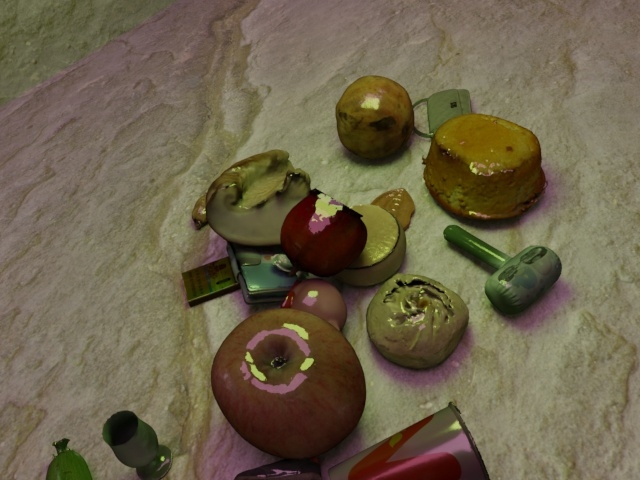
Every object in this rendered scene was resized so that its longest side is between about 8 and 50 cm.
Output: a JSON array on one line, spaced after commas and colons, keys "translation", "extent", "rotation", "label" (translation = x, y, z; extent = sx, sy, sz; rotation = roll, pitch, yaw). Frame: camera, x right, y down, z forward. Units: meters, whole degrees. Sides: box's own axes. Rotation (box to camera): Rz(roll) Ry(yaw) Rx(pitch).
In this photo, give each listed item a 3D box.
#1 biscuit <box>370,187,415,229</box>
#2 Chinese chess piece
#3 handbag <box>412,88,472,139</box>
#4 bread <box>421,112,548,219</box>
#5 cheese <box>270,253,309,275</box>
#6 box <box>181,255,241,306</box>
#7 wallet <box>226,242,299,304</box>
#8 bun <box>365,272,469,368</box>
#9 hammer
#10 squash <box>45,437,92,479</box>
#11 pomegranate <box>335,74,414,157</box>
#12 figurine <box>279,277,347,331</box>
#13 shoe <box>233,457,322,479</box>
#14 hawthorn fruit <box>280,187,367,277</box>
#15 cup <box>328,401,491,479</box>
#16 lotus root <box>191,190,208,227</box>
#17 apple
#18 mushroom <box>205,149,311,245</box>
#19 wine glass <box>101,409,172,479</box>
[{"translation": [0.216, -0.087, 1.696], "extent": [0.141, 0.029, 0.221], "rotation": [13, 52, 22], "label": "biscuit"}, {"translation": [0.119, 0.010, 1.560], "extent": [0.249, 0.103, 0.250], "rotation": [-8, 53, 11], "label": "Chinese chess piece"}, {"translation": [0.429, -0.449, 1.960], "extent": [0.219, 0.079, 0.256], "rotation": [-5, 45, 12], "label": "handbag"}, {"translation": [0.494, -0.227, 1.651], "extent": [0.336, 0.204, 0.358], "rotation": [-35, 53, -15], "label": "bread"}, {"translation": [-0.086, 0.067, 1.536], "extent": [0.120, 0.026, 0.067], "rotation": [17, 35, -35], "label": "cheese"}, {"translation": [-0.306, 0.112, 1.616], "extent": [0.193, 0.030, 0.121], "rotation": [-19, 47, -7], "label": "box"}, {"translation": [-0.165, 0.071, 1.573], "extent": [0.176, 0.075, 0.250], "rotation": [-4, 42, -22], "label": "wallet"}, {"translation": [0.233, 0.182, 1.363], "extent": [0.259, 0.152, 0.259], "rotation": [-5, 49, 6], "label": "bun"}, {"translation": [0.458, 0.050, 1.477], "extent": [0.206, 0.119, 0.335], "rotation": [-33, 43, -19], "label": "hammer"}, {"translation": [-0.528, 0.585, 1.177], "extent": [0.101, 0.101, 0.379], "rotation": [-26, 47, -13], "label": "squash"}, {"translation": [0.184, -0.418, 1.847], "extent": [0.281, 0.281, 0.281], "rotation": [-6, 47, 6], "label": "pomegranate"}, {"translation": [-0.014, 0.182, 1.405], "extent": [0.173, 0.173, 0.173], "rotation": [-6, 47, 6], "label": "figurine"}, {"translation": [-0.088, 0.509, 1.184], "extent": [0.194, 0.074, 0.077], "rotation": [-2, 36, 6], "label": "shoe"}, {"translation": [0.000, 0.000, 1.412], "extent": [0.215, 0.215, 0.250], "rotation": [26, 67, 30], "label": "hawthorn fruit"}, {"translation": [0.172, 0.468, 1.096], "extent": [0.288, 0.203, 0.203], "rotation": [-23, 47, 0], "label": "cup"}, {"translation": [-0.385, -0.108, 1.813], "extent": [0.072, 0.063, 0.152], "rotation": [-8, 50, 17], "label": "lotus root"}, {"translation": [-0.074, 0.305, 1.197], "extent": [0.344, 0.269, 0.345], "rotation": [-7, 68, 17], "label": "apple"}, {"translation": [-0.181, -0.139, 1.668], "extent": [0.313, 0.224, 0.397], "rotation": [-11, 24, -5], "label": "mushroom"}, {"translation": [-0.401, 0.452, 1.201], "extent": [0.092, 0.202, 0.093], "rotation": [-6, 46, 6], "label": "wine glass"}]
